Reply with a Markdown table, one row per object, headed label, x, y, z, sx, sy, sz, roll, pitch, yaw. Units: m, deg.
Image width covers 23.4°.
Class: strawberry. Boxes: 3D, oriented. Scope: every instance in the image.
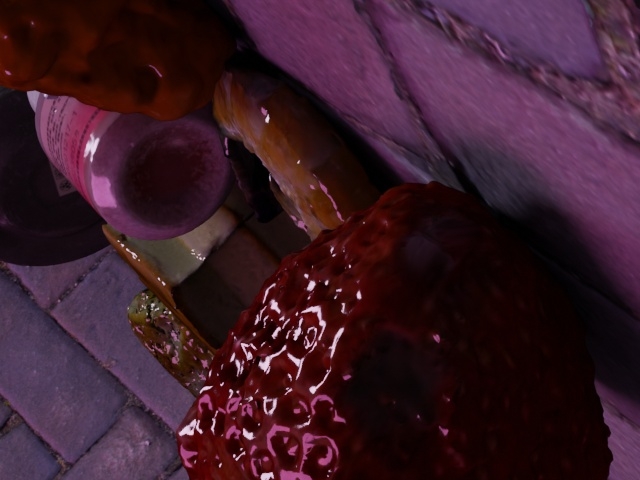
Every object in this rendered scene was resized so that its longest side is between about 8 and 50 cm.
| label | x | y | z | sx | sy | sz | roll | pitch | yaw |
| --- | --- | --- | --- | --- | --- | --- | --- | --- | --- |
| strawberry | 0.062 | 0.121 | 0.968 | 0.292 | 0.291 | 0.310 | 47 | 149 | -9 |

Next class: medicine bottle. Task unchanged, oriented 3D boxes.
| label | x | y | z | sx | sy | sz | roll | pitch | yaw |
| --- | --- | --- | --- | --- | --- | --- | --- | --- | --- |
| medicine bottle | -0.180 | -0.105 | 1.396 | 0.147 | 0.147 | 0.247 | 52 | 173 | -37 |

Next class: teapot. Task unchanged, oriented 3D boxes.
| label | x | y | z | sx | sy | sz | roll | pitch | yaw |
| --- | --- | --- | --- | --- | --- | --- | --- | --- | --- |
| teapot | -0.273 | -0.130 | 1.692 | 0.239 | 0.322 | 0.239 | -122 | 38 | -45 |

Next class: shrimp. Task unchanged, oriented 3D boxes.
| label | x | y | z | sx | sy | sz | roll | pitch | yaw |
| --- | --- | --- | --- | --- | --- | --- | --- | --- | --- |
| shrimp | 0.000 | 0.000 | 1.277 | 0.272 | 0.085 | 0.445 | 47 | 170 | 24 |

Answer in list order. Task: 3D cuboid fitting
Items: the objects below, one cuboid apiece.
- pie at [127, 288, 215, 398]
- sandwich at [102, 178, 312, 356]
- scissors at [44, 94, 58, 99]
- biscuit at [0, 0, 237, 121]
| label | x | y | z | sx | sy | sz | roll | pitch | yaw |
| --- | --- | --- | --- | --- | --- | --- | --- | --- | --- |
| pie | -0.027 | 0.164 | 1.831 | 0.418 | 0.180 | 0.395 | 28 | 161 | 40 |
| sandwich | -0.076 | 0.030 | 1.512 | 0.198 | 0.155 | 0.227 | 37 | 168 | 52 |
| scissors | -0.282 | -0.214 | 1.387 | 0.256 | 0.030 | 0.125 | 54 | 133 | 32 |
| biscuit | -0.240 | -0.178 | 1.154 | 0.318 | 0.110 | 0.312 | 12 | -174 | -21 |
